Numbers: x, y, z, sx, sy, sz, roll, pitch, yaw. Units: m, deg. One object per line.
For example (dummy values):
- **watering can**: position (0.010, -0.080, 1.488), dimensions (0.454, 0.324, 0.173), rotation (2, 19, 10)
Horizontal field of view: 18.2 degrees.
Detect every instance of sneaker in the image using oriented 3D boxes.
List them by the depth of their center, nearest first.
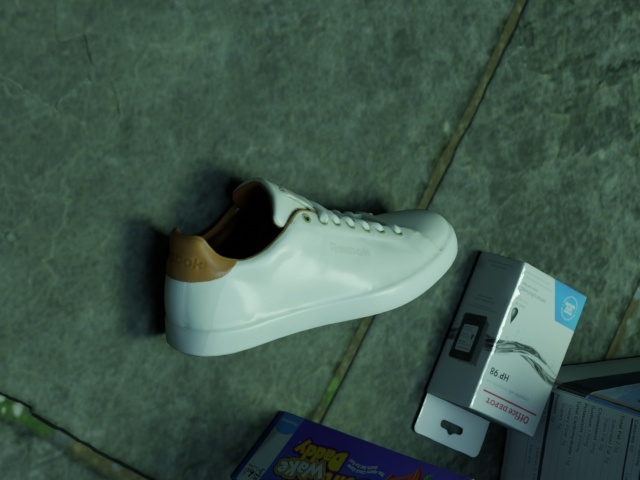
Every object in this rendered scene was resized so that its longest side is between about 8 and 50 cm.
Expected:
- **sneaker**: position (0.000, 0.000, 1.642), dimensions (0.290, 0.106, 0.123), rotation (-19, 115, -37)

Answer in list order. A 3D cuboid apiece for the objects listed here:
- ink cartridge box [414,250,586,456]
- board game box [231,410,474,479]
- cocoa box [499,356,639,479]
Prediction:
- **ink cartridge box**: position (0.168, 0.114, 1.855), dimensions (0.104, 0.060, 0.180), rotation (27, 82, -43)
- **board game box**: position (0.103, 0.306, 1.726), dimensions (0.078, 0.233, 0.347), rotation (-52, 129, -21)
- **cocoa box**: position (0.371, 0.249, 1.958), dimensions (0.347, 0.228, 0.232), rotation (-2, 102, -42)
